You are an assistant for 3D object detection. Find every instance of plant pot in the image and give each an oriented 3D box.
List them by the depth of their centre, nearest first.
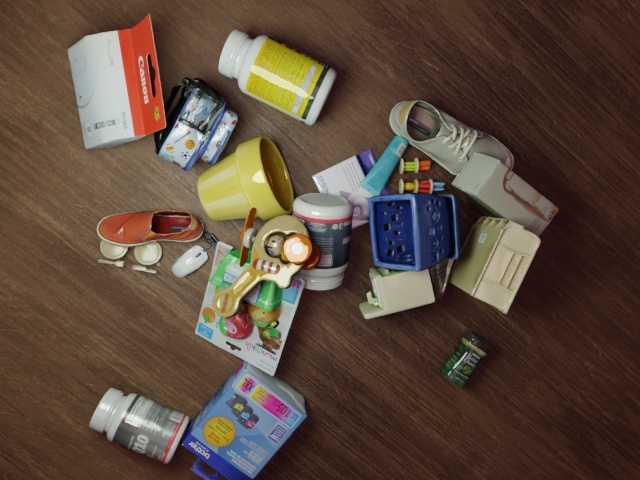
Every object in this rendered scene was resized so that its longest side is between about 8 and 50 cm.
[{"bbox_3d":[-0.239,-0.170,1.469,0.239,0.254,0.254,-16,97,15],"label":"plant pot"},{"bbox_3d":[0.307,-0.038,1.494,0.212,0.236,0.236,-9,97,-29],"label":"plant pot"}]

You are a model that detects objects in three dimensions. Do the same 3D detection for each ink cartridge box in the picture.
[{"bbox_3d":[-0.597,-0.445,1.365,0.091,0.385,0.308,-13,99,-45],"label":"ink cartridge box"},{"bbox_3d":[0.116,-0.163,1.574,0.224,0.045,0.223,-26,97,0],"label":"ink cartridge box"},{"bbox_3d":[-0.270,0.633,1.592,0.270,0.151,0.395,39,94,-6],"label":"ink cartridge box"}]

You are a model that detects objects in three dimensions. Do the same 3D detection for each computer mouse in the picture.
[{"bbox_3d":[-0.416,0.058,1.571,0.193,0.042,0.106,-40,98,1],"label":"computer mouse"}]

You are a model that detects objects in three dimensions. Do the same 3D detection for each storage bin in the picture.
[{"bbox_3d":[0.548,0.064,1.515,0.123,0.262,0.260,24,95,-3],"label":"storage bin"}]

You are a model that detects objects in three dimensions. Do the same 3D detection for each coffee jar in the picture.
[{"bbox_3d":[0.508,0.413,1.642,0.096,0.079,0.184,32,93,-6],"label":"coffee jar"}]

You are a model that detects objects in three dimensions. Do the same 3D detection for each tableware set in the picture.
[{"bbox_3d":[-0.624,0.030,1.558,0.194,0.039,0.128,12,80,-10],"label":"tableware set"}]

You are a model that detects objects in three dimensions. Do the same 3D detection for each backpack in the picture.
[{"bbox_3d":[-0.386,-0.344,1.436,0.213,0.276,0.263,36,97,-19],"label":"backpack"}]

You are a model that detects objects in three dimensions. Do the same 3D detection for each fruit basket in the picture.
[{"bbox_3d":[-0.245,0.221,1.511,0.327,0.165,0.353,24,102,17],"label":"fruit basket"}]

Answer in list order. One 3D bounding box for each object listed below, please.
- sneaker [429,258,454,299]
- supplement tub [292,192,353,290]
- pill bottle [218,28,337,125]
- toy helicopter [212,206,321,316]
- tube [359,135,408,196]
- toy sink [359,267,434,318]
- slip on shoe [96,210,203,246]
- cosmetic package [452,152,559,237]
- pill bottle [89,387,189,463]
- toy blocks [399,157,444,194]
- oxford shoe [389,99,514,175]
[{"bbox_3d":[0.398,0.102,1.614,0.086,0.064,0.192,16,95,3],"label":"sneaker"},{"bbox_3d":[0.000,0.000,1.493,0.191,0.191,0.272,3,111,-3],"label":"supplement tub"},{"bbox_3d":[-0.132,-0.509,1.451,0.334,0.188,0.188,25,94,-6],"label":"pill bottle"},{"bbox_3d":[-0.184,0.068,1.349,0.355,0.140,0.235,-46,75,0],"label":"toy helicopter"},{"bbox_3d":[0.215,-0.246,1.553,0.080,0.052,0.207,34,86,-11],"label":"tube"},{"bbox_3d":[0.236,0.154,1.563,0.234,0.153,0.131,-14,97,0],"label":"toy sink"},{"bbox_3d":[-0.547,-0.049,1.505,0.331,0.101,0.123,0,67,-3],"label":"slip on shoe"},{"bbox_3d":[0.592,-0.142,1.506,0.296,0.153,0.129,29,101,-24],"label":"cosmetic package"},{"bbox_3d":[-0.598,0.611,1.562,0.283,0.161,0.161,25,94,-5],"label":"pill bottle"},{"bbox_3d":[0.341,-0.216,1.576,0.148,0.054,0.123,-1,97,-3],"label":"toy blocks"},{"bbox_3d":[0.434,-0.321,1.534,0.449,0.130,0.169,26,92,-7],"label":"oxford shoe"}]
